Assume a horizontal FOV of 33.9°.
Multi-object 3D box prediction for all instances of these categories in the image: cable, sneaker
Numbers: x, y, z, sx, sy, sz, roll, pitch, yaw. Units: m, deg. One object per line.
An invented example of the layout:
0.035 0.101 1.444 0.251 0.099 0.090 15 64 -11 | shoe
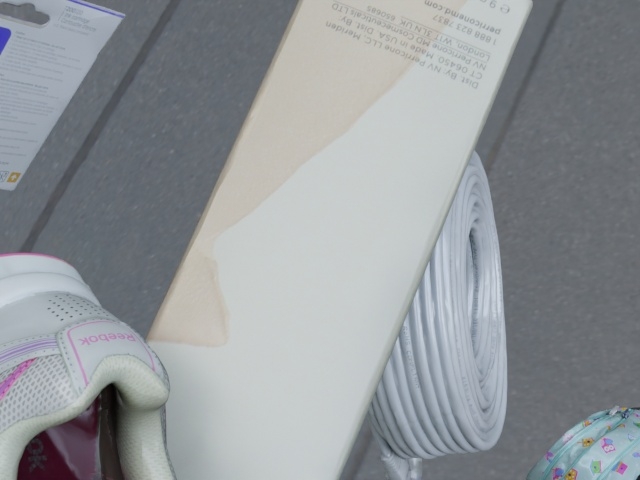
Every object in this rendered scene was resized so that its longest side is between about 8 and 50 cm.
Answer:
0.089 0.043 0.832 0.089 0.257 0.257 -3 53 18 | cable
-0.113 0.137 0.417 0.103 0.111 0.252 -4 101 -37 | sneaker

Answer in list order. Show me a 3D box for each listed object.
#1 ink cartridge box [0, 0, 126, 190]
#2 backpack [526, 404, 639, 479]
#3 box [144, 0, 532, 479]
-0.295 -0.138 0.886 0.045 0.208 0.206 47 21 24 | ink cartridge box
0.305 0.253 1.129 0.182 0.115 0.152 -5 125 -55 | backpack
0.000 0.000 0.603 0.121 0.148 0.311 23 79 2 | box
